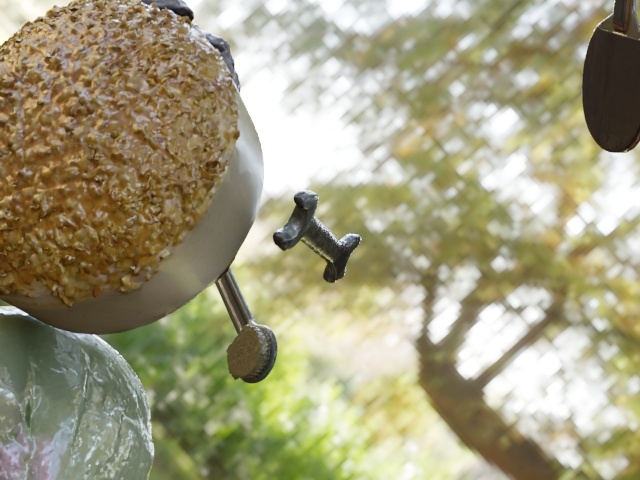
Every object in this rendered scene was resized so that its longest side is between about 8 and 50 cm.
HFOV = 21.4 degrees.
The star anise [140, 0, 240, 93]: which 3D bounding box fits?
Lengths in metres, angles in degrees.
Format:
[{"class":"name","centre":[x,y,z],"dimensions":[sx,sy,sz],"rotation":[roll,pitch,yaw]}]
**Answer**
[{"class":"star anise","centre":[-0.165,-0.209,1.755],"dimensions":[0.209,0.089,0.231],"rotation":[30,-2,4]}]

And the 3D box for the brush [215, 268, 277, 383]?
[{"class":"brush","centre":[-0.104,0.049,1.808],"dimensions":[0.027,0.062,0.266],"rotation":[21,29,-38]}]

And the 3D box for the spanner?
[{"class":"spanner","centre":[0.000,0.000,1.435],"dimensions":[0.015,0.054,0.254],"rotation":[30,-3,14]}]

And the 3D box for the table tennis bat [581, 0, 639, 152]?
[{"class":"table tennis bat","centre":[0.323,-0.201,1.816],"dimensions":[0.130,0.019,0.220],"rotation":[-144,-126,-60]}]

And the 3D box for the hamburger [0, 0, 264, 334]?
[{"class":"hamburger","centre":[-0.188,-0.066,1.376],"dimensions":[0.294,0.276,0.179],"rotation":[43,-4,42]}]

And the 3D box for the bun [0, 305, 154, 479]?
[{"class":"bun","centre":[-0.256,0.207,1.418],"dimensions":[0.187,0.293,0.293],"rotation":[26,-19,51]}]
